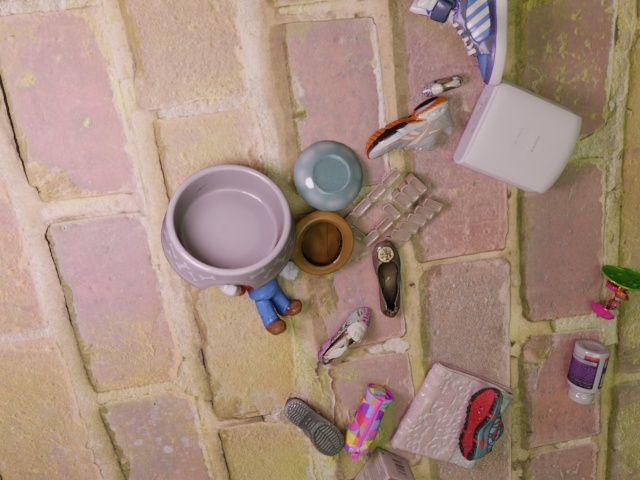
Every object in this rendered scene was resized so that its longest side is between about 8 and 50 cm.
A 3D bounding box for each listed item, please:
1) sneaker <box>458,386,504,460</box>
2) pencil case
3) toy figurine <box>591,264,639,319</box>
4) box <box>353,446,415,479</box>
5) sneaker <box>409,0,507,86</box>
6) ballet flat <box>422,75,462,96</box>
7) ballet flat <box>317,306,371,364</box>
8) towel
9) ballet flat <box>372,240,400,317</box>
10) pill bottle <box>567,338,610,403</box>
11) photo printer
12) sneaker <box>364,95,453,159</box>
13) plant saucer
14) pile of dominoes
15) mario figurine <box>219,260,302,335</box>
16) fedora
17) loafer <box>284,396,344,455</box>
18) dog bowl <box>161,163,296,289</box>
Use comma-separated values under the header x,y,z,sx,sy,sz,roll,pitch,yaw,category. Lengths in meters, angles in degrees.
x,y,z,sx,sy,sz,roll,pitch,yaw,category
0.534,0.582,1.897,0.125,0.104,0.261,4,112,-30,sneaker
0.149,0.572,1.866,0.105,0.104,0.236,17,103,-14,pencil case
0.933,0.176,1.869,0.173,0.130,0.159,-6,126,-33,toy figurine
0.194,0.831,1.937,0.127,0.148,0.232,28,103,-18,box
0.347,-0.552,1.496,0.237,0.130,0.322,0,107,11,sneaker
0.331,-0.417,1.589,0.115,0.041,0.041,-20,111,-2,ballet flat
0.078,0.297,1.772,0.221,0.079,0.077,-45,109,7,ballet flat
0.437,0.586,1.944,0.317,0.053,0.331,22,103,-15,towel
0.200,0.120,1.737,0.084,0.058,0.249,-6,113,-2,ballet flat
0.872,0.432,1.930,0.108,0.108,0.193,2,108,-10,pill bottle
0.558,-0.279,1.636,0.308,0.107,0.255,19,104,-15,photo printer
0.249,-0.275,1.597,0.263,0.099,0.121,-30,115,3,sneaker
0.026,-0.177,1.589,0.195,0.037,0.194,0,88,-12,plant saucer
0.203,-0.079,1.698,0.196,0.040,0.251,38,107,-22,pile of dominoes
-0.160,0.109,1.615,0.170,0.198,0.320,-26,115,14,mario figurine
0.000,0.000,1.658,0.195,0.079,0.194,-3,112,-8,fedora
-0.020,0.573,1.849,0.094,0.087,0.251,-41,106,-4,loafer
-0.231,-0.040,1.499,0.349,0.102,0.348,3,67,-8,dog bowl
